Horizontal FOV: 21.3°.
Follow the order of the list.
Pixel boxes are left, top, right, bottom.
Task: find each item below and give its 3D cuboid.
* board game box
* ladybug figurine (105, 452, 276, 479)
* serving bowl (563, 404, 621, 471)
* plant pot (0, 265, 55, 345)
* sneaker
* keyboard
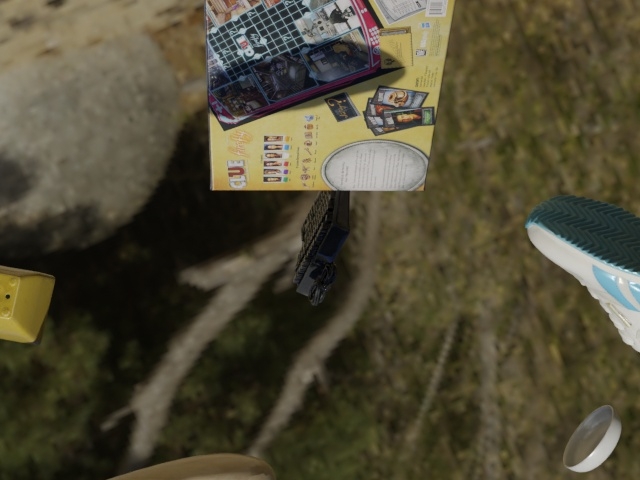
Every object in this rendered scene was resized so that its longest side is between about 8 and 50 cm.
[{"bbox_3d":[0.002,-0.116,1.184,0.165,0.042,0.243,0,149,-3],"label":"board game box"},{"bbox_3d":[-0.227,0.355,1.803,0.449,0.162,0.305,-26,164,35],"label":"ladybug figurine"},{"bbox_3d":[0.304,0.222,1.868,0.083,0.027,0.083,-51,-169,14],"label":"serving bowl"},{"bbox_3d":[-0.348,0.066,1.874,0.081,0.081,0.083,10,171,6],"label":"plant pot"},{"bbox_3d":[0.274,0.043,1.465,0.087,0.228,0.092,-57,175,-49],"label":"sneaker"},{"bbox_3d":[0.000,0.000,1.530,0.023,0.108,0.180,4,159,-9],"label":"keyboard"}]
